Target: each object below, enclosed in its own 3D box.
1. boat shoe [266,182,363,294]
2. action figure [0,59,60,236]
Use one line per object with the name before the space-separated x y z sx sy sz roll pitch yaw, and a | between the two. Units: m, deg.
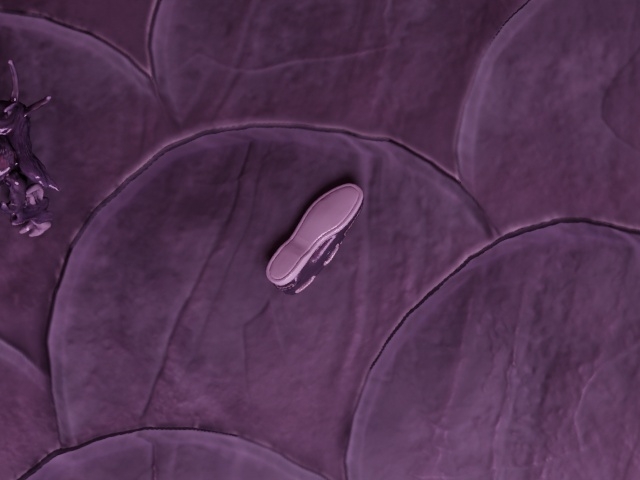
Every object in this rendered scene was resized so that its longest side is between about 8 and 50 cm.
boat shoe | 0.000 0.000 1.544 0.046 0.038 0.125 33 81 38
action figure | -0.336 -0.048 1.474 0.164 0.141 0.276 42 101 -1
